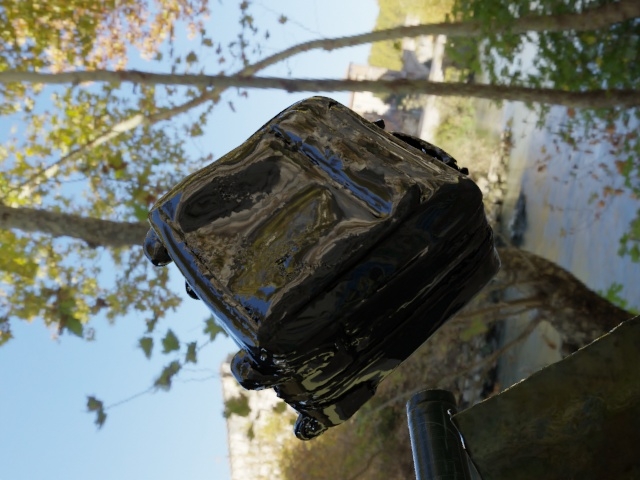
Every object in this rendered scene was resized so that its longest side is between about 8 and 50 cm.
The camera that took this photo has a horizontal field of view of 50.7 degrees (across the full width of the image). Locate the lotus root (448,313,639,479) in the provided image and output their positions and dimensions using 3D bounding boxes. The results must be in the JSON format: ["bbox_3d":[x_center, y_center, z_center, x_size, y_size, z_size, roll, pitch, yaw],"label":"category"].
[{"bbox_3d":[0.271,0.174,0.622,0.149,0.260,0.267,66,-175,21],"label":"lotus root"}]

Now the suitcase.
[{"bbox_3d":[0.000,0.000,0.788,0.339,0.345,0.188,-39,-46,-10],"label":"suitcase"}]

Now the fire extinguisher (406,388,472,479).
[{"bbox_3d":[0.209,0.414,1.164,0.114,0.095,0.311,-40,34,28],"label":"fire extinguisher"}]
